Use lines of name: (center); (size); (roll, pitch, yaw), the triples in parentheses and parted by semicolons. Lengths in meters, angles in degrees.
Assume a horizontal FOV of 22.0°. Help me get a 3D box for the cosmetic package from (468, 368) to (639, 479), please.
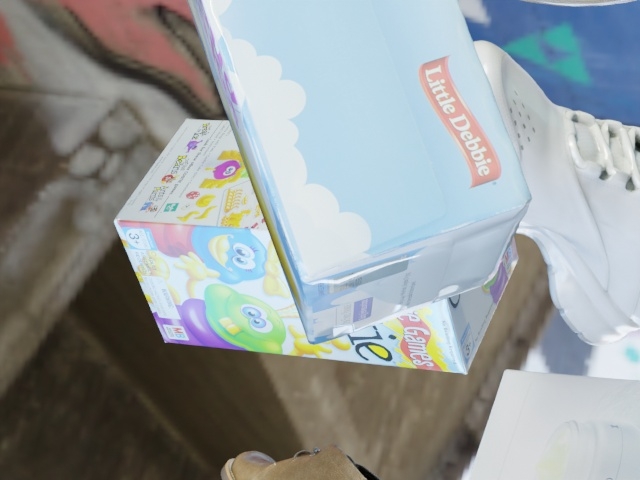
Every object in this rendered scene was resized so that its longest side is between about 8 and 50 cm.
cosmetic package: (0.211, 0.219, 1.096); (0.138, 0.225, 0.224); (57, -135, -43)

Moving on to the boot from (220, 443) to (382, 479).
boot: (-0.007, 0.249, 1.609); (0.112, 0.305, 0.115); (31, -92, -23)

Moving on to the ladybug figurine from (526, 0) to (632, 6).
ladybug figurine: (0.089, -0.319, 1.090); (0.162, 0.449, 0.305); (-52, -25, -27)

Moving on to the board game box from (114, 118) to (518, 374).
board game box: (0.000, 0.000, 1.337); (0.144, 0.275, 0.142); (-59, -37, -42)

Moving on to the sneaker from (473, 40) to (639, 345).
sneaker: (0.176, -0.039, 1.054); (0.297, 0.129, 0.111); (39, -133, -43)

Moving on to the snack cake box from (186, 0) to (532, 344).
snack cake box: (-0.009, -0.104, 0.654); (0.152, 0.089, 0.264); (83, 168, -78)
